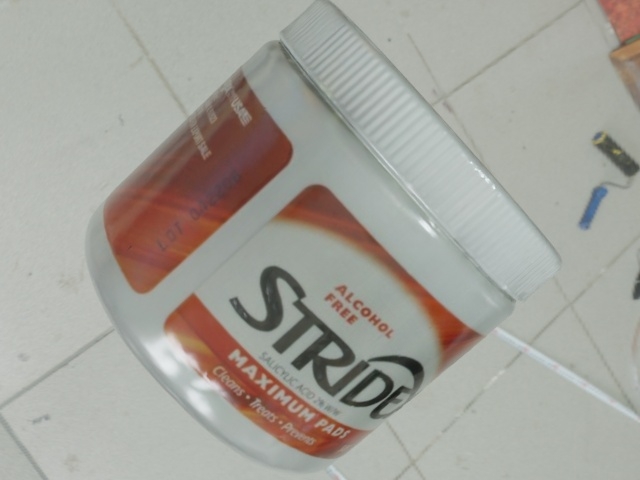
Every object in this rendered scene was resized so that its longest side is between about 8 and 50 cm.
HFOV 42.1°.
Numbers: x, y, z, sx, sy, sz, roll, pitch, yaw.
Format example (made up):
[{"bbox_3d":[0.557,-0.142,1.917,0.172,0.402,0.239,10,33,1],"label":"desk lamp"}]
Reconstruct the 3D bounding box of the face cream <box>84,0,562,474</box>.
[{"bbox_3d":[0.000,0.000,0.471,0.187,0.201,0.201,-42,104,10],"label":"face cream"}]
